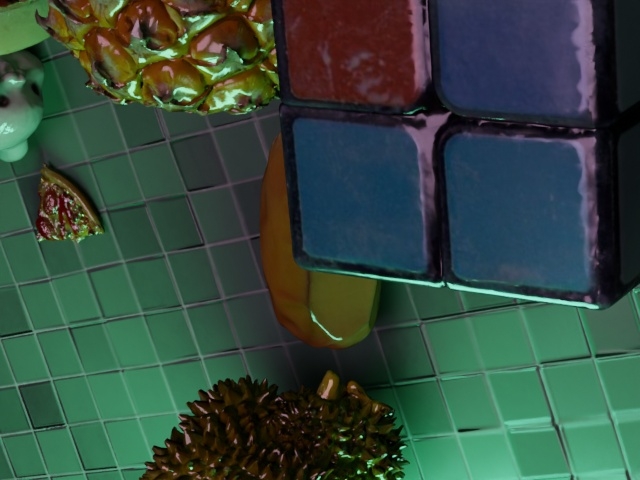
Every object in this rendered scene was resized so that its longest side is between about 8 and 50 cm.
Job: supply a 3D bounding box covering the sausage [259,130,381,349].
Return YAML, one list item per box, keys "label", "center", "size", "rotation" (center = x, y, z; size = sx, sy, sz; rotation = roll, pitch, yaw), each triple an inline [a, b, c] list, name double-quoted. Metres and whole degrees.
- label: "sausage"
  center: [0.001, 0.000, 1.872]
  size: [0.136, 0.120, 0.241]
  rotation: [-144, 49, -60]

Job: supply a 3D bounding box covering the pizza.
- label: "pizza"
  center: [-0.294, -0.029, 2.126]
  size: [0.099, 0.029, 0.100]
  rotation: [22, 120, 25]

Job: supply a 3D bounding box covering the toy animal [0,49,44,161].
- label: "toy animal"
  center: [-0.408, -0.172, 2.086]
  size: [0.193, 0.127, 0.178]
  rotation: [49, 130, 8]

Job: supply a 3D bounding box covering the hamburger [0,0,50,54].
- label: "hamburger"
  center: [-0.371, -0.322, 1.905]
  size: [0.300, 0.300, 0.176]
  rotation: [24, 134, 25]

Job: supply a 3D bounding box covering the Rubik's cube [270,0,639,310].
- label: "Rubik's cube"
  center: [0.169, -0.144, 1.571]
  size: [0.318, 0.313, 0.316]
  rotation: [7, 113, 32]

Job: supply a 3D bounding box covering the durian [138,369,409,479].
- label: "durian"
  center: [-0.046, 0.268, 1.924]
  size: [0.258, 0.293, 0.258]
  rotation: [50, 169, 14]

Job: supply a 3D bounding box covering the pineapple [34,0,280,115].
- label: "pineapple"
  center: [-0.115, -0.289, 1.717]
  size: [0.352, 0.352, 0.300]
  rotation: [15, 126, 30]
